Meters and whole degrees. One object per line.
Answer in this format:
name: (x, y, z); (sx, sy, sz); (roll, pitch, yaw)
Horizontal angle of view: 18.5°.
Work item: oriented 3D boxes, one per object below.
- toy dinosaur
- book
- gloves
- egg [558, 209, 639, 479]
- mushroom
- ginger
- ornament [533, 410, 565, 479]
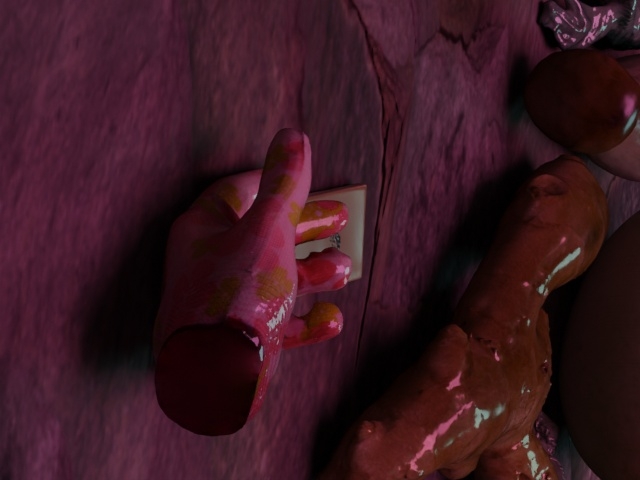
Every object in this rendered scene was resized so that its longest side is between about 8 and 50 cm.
toy dinosaur: (0.340, -0.240, 1.905); (0.383, 0.076, 0.129); (-4, 133, -51)
book: (-0.001, 0.000, 1.513); (0.111, 0.014, 0.077); (-14, 111, -55)
gloves: (-0.053, 0.021, 1.354); (0.241, 0.126, 0.145); (-83, 158, -58)
egg: (0.339, 0.109, 1.879); (0.218, 0.218, 0.295); (7, 85, -57)
mushroom: (0.307, -0.120, 1.855); (0.350, 0.128, 0.128); (2, 96, -58)
ginger: (0.148, 0.093, 1.673); (0.348, 0.122, 0.363); (12, 95, -64)
ornament: (0.201, 0.213, 1.857); (0.092, 0.041, 0.068); (-49, 115, -23)
